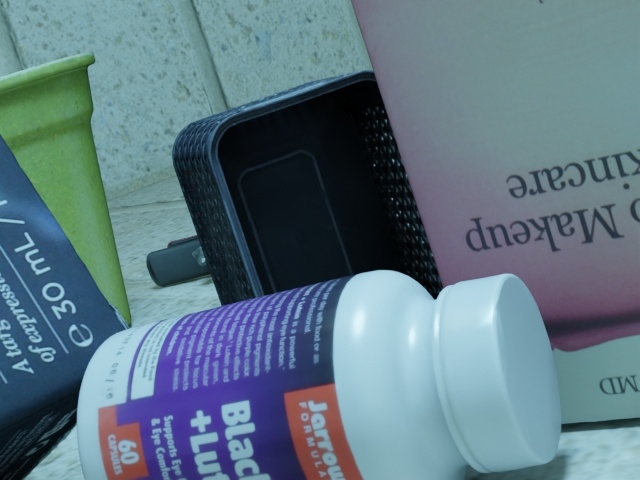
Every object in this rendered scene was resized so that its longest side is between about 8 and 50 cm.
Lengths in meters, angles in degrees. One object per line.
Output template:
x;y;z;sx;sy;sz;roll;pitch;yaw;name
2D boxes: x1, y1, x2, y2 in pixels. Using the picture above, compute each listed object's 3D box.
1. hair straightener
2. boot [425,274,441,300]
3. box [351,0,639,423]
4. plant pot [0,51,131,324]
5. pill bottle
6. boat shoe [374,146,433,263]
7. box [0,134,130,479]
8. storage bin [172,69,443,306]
-0.087;0.016;1.323;0.230;0.047;0.089;-7;14;33;hair straightener
0.102;0.041;0.810;0.106;0.037;0.114;-19;13;10;boot
0.132;-0.044;0.616;0.149;0.232;0.127;-12;11;36;box
-0.299;-0.011;1.200;0.276;0.253;0.276;-17;10;3;plant pot
0.001;0.073;0.573;0.194;0.108;0.108;-15;10;24;pill bottle
0.105;-0.026;1.037;0.302;0.109;0.098;-21;-30;-16;boat shoe
-0.346;0.051;0.636;0.395;0.293;0.212;-27;-11;-41;box
0.000;0.000;0.780;0.122;0.180;0.084;-21;9;-19;storage bin
